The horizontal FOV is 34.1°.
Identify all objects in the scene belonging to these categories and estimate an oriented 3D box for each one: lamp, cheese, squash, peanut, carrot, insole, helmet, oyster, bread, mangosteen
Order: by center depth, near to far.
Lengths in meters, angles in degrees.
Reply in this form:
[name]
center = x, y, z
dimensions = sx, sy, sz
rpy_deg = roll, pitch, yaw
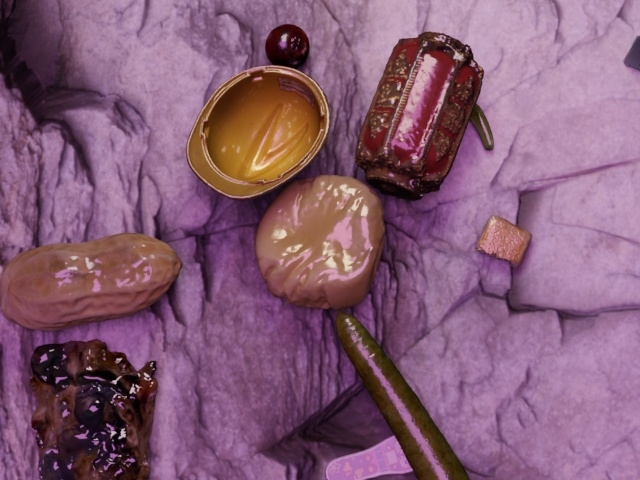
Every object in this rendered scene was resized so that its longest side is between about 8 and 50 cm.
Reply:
[carrot]
center = 0.124, 0.265, 1.678
dimensions = 0.074, 0.074, 0.358
rpy_deg = -33, 79, -1
[insole]
center = 0.101, 0.358, 1.704
dimensions = 0.197, 0.004, 0.065
rpy_deg = -16, 78, 2
[oyster]
center = -0.395, 0.340, 1.715
dimensions = 0.221, 0.096, 0.361
rpy_deg = 0, 77, 12
[lamp]
center = 0.162, -0.206, 1.727
dimensions = 0.177, 0.177, 0.273
rpy_deg = 20, 83, 9
[cheese]
center = 0.000, 0.000, 1.733
dimensions = 0.214, 0.117, 0.225
rpy_deg = 8, 75, 11
[peanut]
center = -0.386, 0.066, 1.738
dimensions = 0.313, 0.152, 0.152
rpy_deg = -7, 79, 2
[bread]
center = 0.307, 0.001, 1.738
dimensions = 0.083, 0.035, 0.070
rpy_deg = 22, 82, 3
[helmet]
center = -0.099, -0.161, 1.753
dimensions = 0.205, 0.140, 0.257
rpy_deg = 38, 77, 12
[squash]
center = 0.276, -0.195, 1.783
dimensions = 0.027, 0.027, 0.089
rpy_deg = -25, 80, 0
[mangosteen]
center = -0.059, -0.336, 1.819
dimensions = 0.081, 0.081, 0.080
rpy_deg = -1, 79, 5

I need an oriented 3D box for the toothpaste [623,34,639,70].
[toothpaste]
center = 0.563, -0.343, 1.636
dimensions = 0.089, 0.313, 0.071
rpy_deg = 29, 81, 7
